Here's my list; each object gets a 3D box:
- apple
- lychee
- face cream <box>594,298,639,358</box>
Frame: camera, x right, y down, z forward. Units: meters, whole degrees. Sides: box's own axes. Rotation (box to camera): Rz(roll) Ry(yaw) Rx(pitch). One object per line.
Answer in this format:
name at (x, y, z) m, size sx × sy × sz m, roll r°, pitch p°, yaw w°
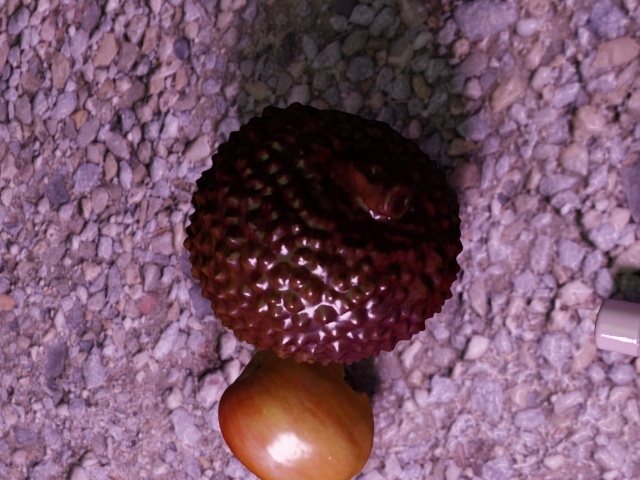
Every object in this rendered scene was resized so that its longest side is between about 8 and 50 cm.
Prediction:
apple at (-0.023, 0.215, 1.173) m, size 0.199 × 0.199 × 0.199 m, roll 4°, pitch 100°, yaw 26°
lychee at (0.000, 0.000, 1.065) m, size 0.306 × 0.306 × 0.330 m, roll 57°, pitch 146°, yaw 8°
face cream at (0.419, 0.109, 0.989) m, size 0.269 × 0.082 × 0.082 m, roll 10°, pitch 102°, yaw 26°
